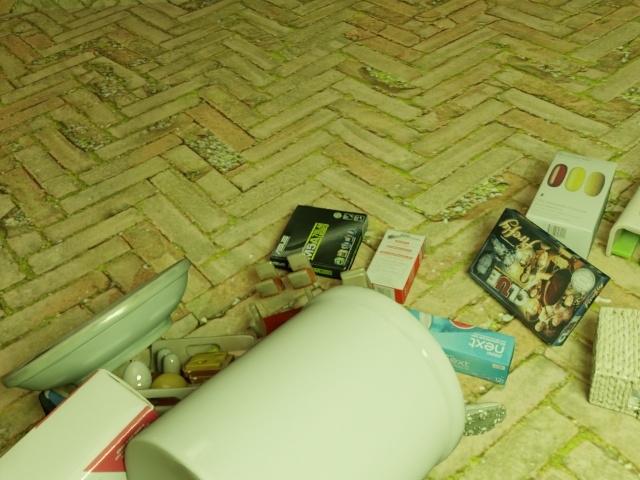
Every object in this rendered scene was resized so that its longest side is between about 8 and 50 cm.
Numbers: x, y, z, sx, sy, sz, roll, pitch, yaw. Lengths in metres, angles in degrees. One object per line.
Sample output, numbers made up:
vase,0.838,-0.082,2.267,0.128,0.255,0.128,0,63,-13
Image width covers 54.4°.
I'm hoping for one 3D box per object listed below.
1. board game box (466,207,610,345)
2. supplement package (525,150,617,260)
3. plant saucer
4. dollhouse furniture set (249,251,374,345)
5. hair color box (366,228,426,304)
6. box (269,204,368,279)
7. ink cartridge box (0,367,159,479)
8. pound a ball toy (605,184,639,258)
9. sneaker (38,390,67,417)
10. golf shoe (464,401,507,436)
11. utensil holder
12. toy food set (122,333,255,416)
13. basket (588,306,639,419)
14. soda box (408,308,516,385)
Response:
board game box,0.422,0.068,1.236,0.042,0.165,0.243,6,29,-41
supplement package,0.545,-0.066,1.369,0.138,0.134,0.244,17,49,25
plant saucer,-0.402,0.182,1.204,0.400,0.101,0.400,-32,7,5
dollhouse furniture set,-0.010,0.158,1.264,0.258,0.135,0.262,-16,42,9
hair color box,0.164,0.055,1.367,0.093,0.053,0.167,12,49,22
box,0.000,0.000,1.459,0.184,0.045,0.191,11,46,17
ink cartridge box,-0.324,0.377,0.930,0.131,0.306,0.226,22,52,29
pound a ball toy,0.779,-0.067,1.330,0.208,0.136,0.319,26,54,31
sneaker,-0.442,0.339,1.166,0.211,0.080,0.081,29,48,21
golf shoe,0.235,0.300,1.093,0.176,0.069,0.086,-12,37,-4
utensil holder,-0.028,0.295,0.891,0.327,0.328,0.385,26,40,31
toy food set,-0.250,0.232,1.137,0.219,0.093,0.306,-5,8,4
basket,0.537,0.210,1.101,0.103,0.113,0.167,8,46,23
soda box,0.257,0.201,1.189,0.209,0.067,0.071,14,48,21
